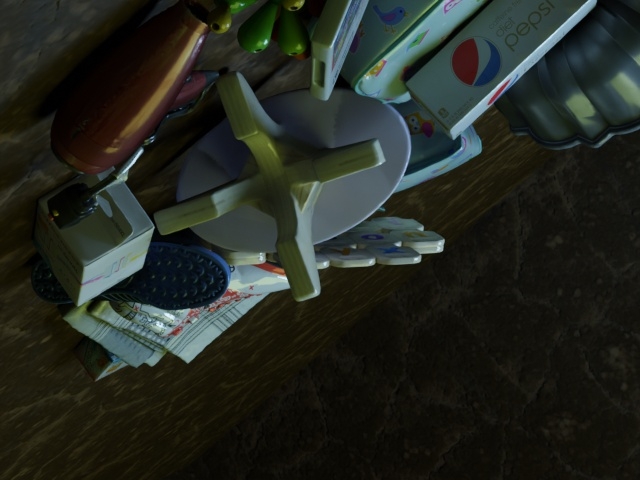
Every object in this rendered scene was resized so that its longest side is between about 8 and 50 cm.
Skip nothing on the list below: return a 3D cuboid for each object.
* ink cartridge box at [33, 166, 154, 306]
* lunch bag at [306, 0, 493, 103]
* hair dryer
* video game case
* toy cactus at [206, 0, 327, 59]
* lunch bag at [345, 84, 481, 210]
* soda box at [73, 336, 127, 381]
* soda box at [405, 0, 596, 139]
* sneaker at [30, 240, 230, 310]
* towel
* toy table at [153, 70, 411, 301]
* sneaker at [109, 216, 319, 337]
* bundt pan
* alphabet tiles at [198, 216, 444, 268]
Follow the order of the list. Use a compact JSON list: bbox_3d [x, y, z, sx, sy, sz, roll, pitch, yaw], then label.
[{"bbox_3d":[-0.242,-0.010,1.684,0.090,0.092,0.143,-32,168,-21],"label":"ink cartridge box"},{"bbox_3d":[0.112,-0.258,1.713,0.224,0.108,0.279,-45,171,13],"label":"lunch bag"},{"bbox_3d":[-0.167,-0.140,1.477,0.223,0.080,0.293,-50,-177,-27],"label":"hair dryer"},{"bbox_3d":[0.035,-0.243,1.452,0.183,0.023,0.201,96,16,-81],"label":"video game case"},{"bbox_3d":[-0.026,-0.248,1.383,0.180,0.112,0.219,-57,165,7],"label":"toy cactus"},{"bbox_3d":[0.060,-0.120,2.054,0.262,0.160,0.223,-24,177,10],"label":"lunch bag"},{"bbox_3d":[-0.278,0.144,2.372,0.183,0.058,0.063,-26,166,-50],"label":"soda box"},{"bbox_3d":[0.194,-0.209,1.699,0.216,0.074,0.069,-43,171,3],"label":"soda box"},{"bbox_3d":[-0.208,0.033,1.813,0.232,0.081,0.090,2,-169,11],"label":"sneaker"},{"bbox_3d":[-0.166,0.056,2.175,0.324,0.056,0.312,-37,157,5],"label":"towel"},{"bbox_3d":[-0.042,-0.070,1.740,0.274,0.252,0.161,-30,-175,12],"label":"toy table"},{"bbox_3d":[-0.142,0.055,2.047,0.270,0.090,0.145,8,126,-36],"label":"sneaker"},{"bbox_3d":[0.302,-0.276,1.835,0.331,0.331,0.124,-40,133,16],"label":"bundt pan"},{"bbox_3d":[0.000,0.000,1.948,0.284,0.021,0.278,-3,-166,-18],"label":"alphabet tiles"}]
